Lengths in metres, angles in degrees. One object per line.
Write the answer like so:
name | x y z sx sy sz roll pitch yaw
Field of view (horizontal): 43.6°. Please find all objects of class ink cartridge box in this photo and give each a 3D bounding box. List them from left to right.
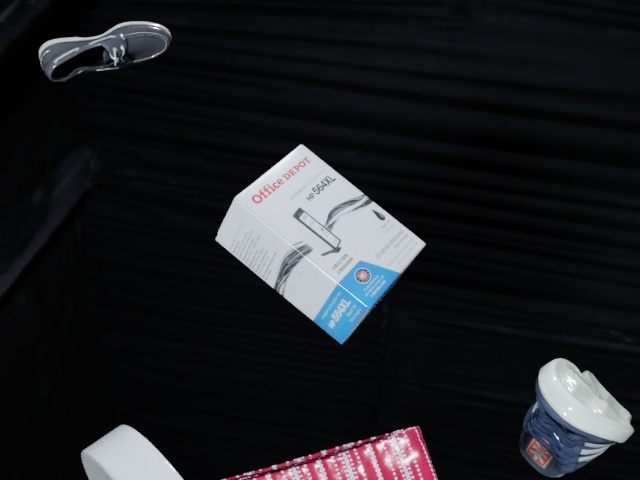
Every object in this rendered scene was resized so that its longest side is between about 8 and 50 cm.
ink cartridge box | 0.000 0.000 0.966 0.148 0.203 0.086 -45 -9 -42

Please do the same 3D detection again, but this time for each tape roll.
tape roll | -0.209 0.444 1.146 0.072 0.392 0.392 -33 -35 -27

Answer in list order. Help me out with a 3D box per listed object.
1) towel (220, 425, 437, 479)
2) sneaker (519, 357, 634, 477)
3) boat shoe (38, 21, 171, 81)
towel | 0.009 0.331 0.874 0.031 0.275 0.199 84 170 -66
sneaker | 0.331 0.258 1.090 0.148 0.131 0.350 -45 -29 10
boat shoe | -0.330 -0.286 1.247 0.075 0.206 0.065 91 161 -47
